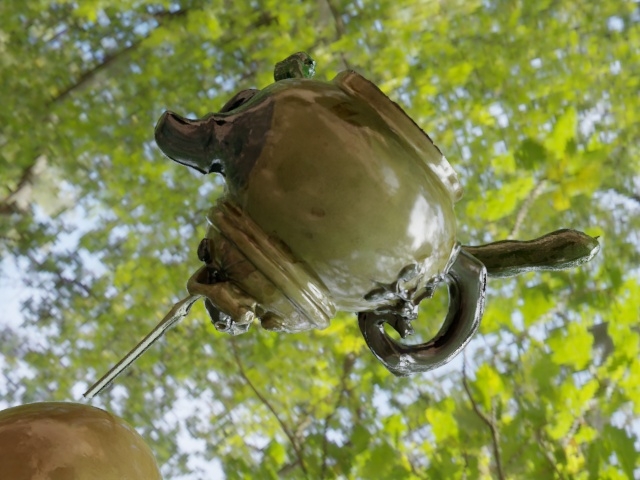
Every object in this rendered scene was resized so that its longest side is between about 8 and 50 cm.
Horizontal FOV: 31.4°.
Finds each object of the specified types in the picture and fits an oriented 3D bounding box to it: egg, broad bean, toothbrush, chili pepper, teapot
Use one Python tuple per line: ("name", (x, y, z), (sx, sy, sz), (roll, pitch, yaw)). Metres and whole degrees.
("egg", (-0.338, 0.346, 1.253), (0.374, 0.301, 0.301), (-35, -133, -7))
("broad bean", (0.180, 0.018, 1.258), (0.256, 0.053, 0.052), (-3, -122, 7))
("toothbrush", (-0.196, 0.110, 1.431), (0.294, 0.026, 0.028), (-38, -117, 16))
("chili pepper", (-0.005, -0.138, 1.456), (0.100, 0.074, 0.257), (-41, -119, 31))
("teapot", (0.000, 0.000, 0.763), (0.182, 0.269, 0.173), (-44, -158, -4))
